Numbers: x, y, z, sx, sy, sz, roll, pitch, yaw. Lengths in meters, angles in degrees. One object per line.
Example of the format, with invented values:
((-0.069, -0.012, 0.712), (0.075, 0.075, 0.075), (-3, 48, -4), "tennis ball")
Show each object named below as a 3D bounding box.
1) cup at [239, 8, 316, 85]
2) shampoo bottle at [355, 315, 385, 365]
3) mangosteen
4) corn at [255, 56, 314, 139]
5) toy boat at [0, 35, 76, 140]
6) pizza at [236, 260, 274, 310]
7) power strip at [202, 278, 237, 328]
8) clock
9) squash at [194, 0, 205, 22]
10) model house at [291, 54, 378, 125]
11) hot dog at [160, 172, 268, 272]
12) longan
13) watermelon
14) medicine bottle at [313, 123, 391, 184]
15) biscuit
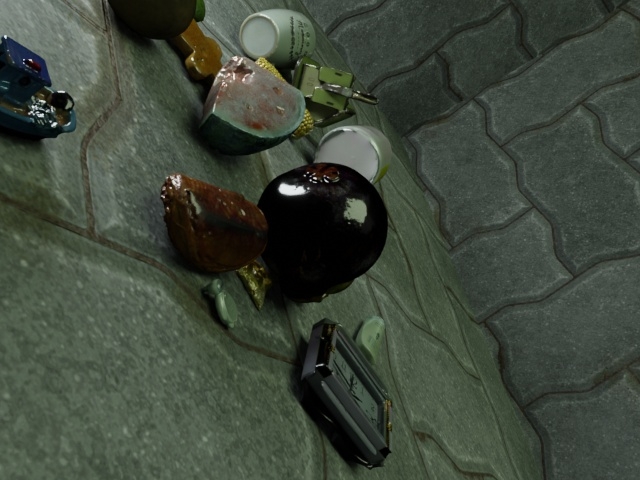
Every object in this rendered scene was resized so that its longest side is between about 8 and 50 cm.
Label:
((-0.138, -0.589, 1.891), (0.234, 0.186, 0.258), (-38, 126, -64), "cup")
((0.121, 0.242, 1.480), (0.072, 0.049, 0.212), (55, 18, -5), "shampoo bottle")
((0.000, 0.000, 1.201), (0.275, 0.274, 0.303), (-90, -176, -57), "mangosteen")
((-0.115, -0.414, 1.776), (0.260, 0.091, 0.091), (53, 11, -19), "corn")
((-0.379, -0.190, 0.712), (0.223, 0.097, 0.100), (27, 35, -61), "toy boat")
((-0.114, 0.082, 1.131), (0.123, 0.026, 0.109), (36, 32, -53), "pizza")
((-0.161, 0.102, 0.977), (0.055, 0.035, 0.083), (-73, 145, -65), "power strip")
((0.047, 0.288, 1.158), (0.253, 0.083, 0.186), (56, 18, -16), "clock")
((-0.354, -0.616, 1.457), (0.219, 0.077, 0.068), (40, 19, -43), "squash")
((0.061, -0.449, 1.927), (0.218, 0.278, 0.205), (-25, 130, -72), "model house")
((-0.180, -0.032, 1.003), (0.227, 0.099, 0.161), (31, 34, -55), "hot dog")
((-0.333, -0.486, 1.198), (0.187, 0.167, 0.168), (-1, 61, -46), "longan")
((-0.178, -0.287, 1.337), (0.226, 0.148, 0.318), (58, 37, 1), "watermelon")
((0.120, -0.273, 1.990), (0.214, 0.213, 0.378), (59, 19, -4), "medicine bottle")
((-0.287, -0.436, 1.410), (0.302, 0.049, 0.197), (51, 27, -25), "biscuit")
